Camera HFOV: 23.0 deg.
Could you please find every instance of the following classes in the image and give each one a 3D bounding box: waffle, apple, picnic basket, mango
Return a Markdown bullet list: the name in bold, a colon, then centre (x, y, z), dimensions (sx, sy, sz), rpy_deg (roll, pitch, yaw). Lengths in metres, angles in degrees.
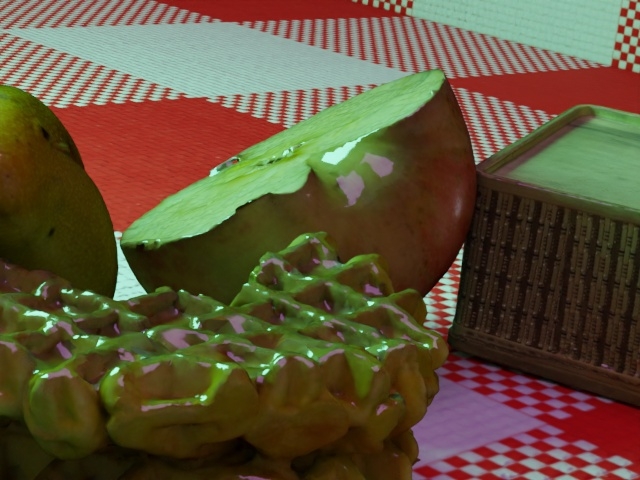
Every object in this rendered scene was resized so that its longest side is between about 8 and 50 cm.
- **waffle**: centre (-0.079, 0.096, 0.972), dimensions (0.324, 0.151, 0.261), rpy_deg (-7, 25, -29)
- **apple**: centre (0.000, 0.000, 1.254), dimensions (0.293, 0.163, 0.251), rpy_deg (-31, 12, -25)
- **picnic basket**: centre (0.273, 0.010, 1.370), dimensions (0.228, 0.175, 0.313), rpy_deg (15, 22, 24)
- **mango**: centre (-0.210, -0.014, 1.110), dimensions (0.120, 0.177, 0.295), rpy_deg (-17, -21, -17)
